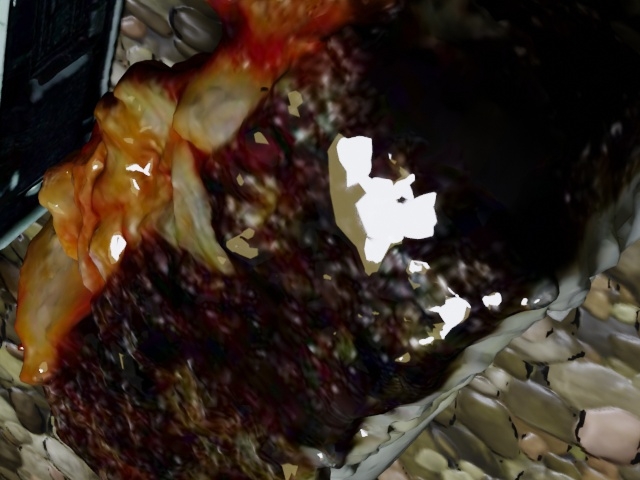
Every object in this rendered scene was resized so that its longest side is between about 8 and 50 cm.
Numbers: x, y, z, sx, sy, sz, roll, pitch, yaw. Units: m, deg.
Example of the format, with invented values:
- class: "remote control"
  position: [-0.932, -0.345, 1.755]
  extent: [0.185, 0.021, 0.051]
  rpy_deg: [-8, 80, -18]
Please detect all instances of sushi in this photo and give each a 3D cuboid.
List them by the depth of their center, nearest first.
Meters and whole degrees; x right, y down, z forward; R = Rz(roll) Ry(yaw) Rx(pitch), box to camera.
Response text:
- class: "sushi"
  position: [0.000, 0.000, 0.800]
  extent: [0.182, 0.196, 0.343]
  rpy_deg: [57, 142, 8]

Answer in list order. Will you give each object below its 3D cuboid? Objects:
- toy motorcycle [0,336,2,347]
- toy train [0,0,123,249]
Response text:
- class: "toy motorcycle"
  position: [-0.245, -0.029, 1.057]
  extent: [0.151, 0.074, 0.228]
  rpy_deg: [52, 178, 43]
- class: "toy train"
  position: [-0.129, -0.142, 0.831]
  extent: [0.088, 0.086, 0.407]
  rpy_deg: [40, 147, 12]
